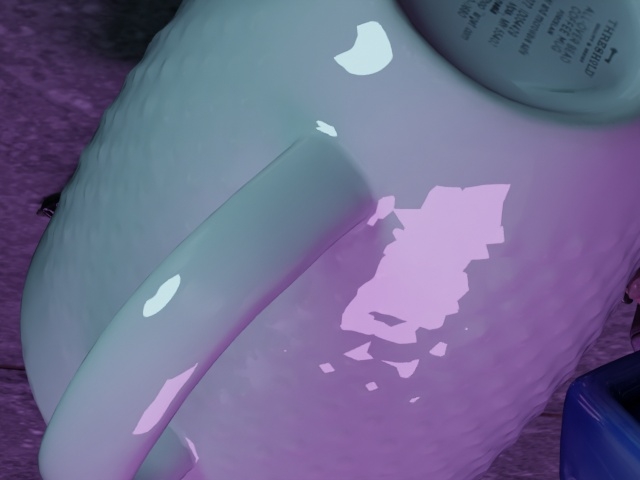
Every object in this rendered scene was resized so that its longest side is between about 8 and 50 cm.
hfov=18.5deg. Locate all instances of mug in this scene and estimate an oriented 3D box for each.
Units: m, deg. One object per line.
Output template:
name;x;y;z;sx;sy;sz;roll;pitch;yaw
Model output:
mug;0.000;0.000;0.956;0.276;0.374;0.328;43;137;6

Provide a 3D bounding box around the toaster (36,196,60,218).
toaster;-0.076;0.004;1.272;0.168;0.110;0.186;11;153;-25

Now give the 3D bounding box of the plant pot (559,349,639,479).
plant pot;0.269;0.185;1.028;0.236;0.236;0.212;-16;132;-28

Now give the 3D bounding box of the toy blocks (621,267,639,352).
toy blocks;0.283;0.075;1.279;0.309;0.260;0.288;-23;149;38
